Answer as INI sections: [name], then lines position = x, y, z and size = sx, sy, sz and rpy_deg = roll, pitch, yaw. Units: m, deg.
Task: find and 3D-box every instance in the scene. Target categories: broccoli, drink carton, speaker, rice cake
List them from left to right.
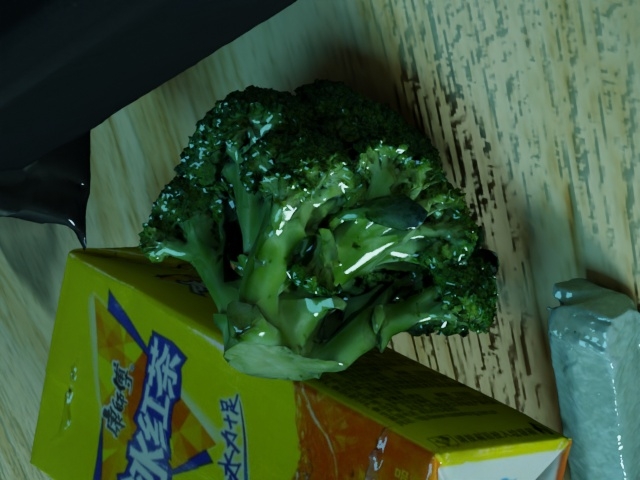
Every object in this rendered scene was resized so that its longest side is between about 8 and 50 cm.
[speaker]
position = -0.097, -0.135, 0.962
size = 0.184, 0.180, 0.388
rpy_deg = 14, 154, -35
[drink carton]
position = -0.027, 0.123, 1.144
size = 0.351, 0.111, 0.154
rpy_deg = 25, 107, 47
[broccoli]
position = 0.000, 0.000, 1.029
size = 0.195, 0.156, 0.195
rpy_deg = 7, 155, 4
[rice cake]
position = 0.158, 0.119, 1.065
size = 0.045, 0.042, 0.245
rpy_deg = 21, 140, 33
